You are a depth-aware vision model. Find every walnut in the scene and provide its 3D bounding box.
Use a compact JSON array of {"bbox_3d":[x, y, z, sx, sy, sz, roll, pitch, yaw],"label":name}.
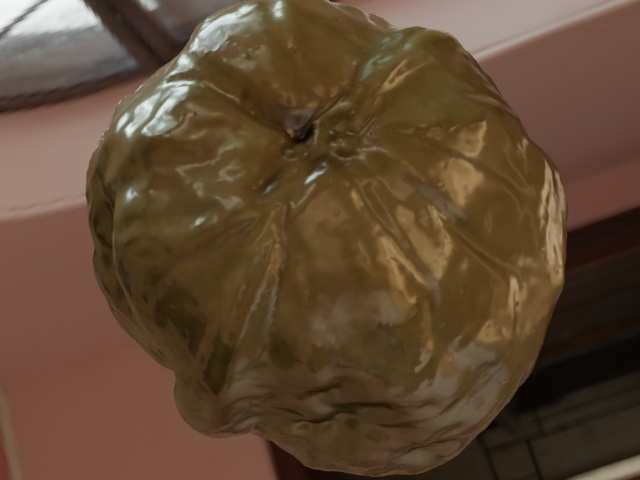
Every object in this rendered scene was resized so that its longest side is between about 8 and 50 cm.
[{"bbox_3d":[-0.002,-0.001,0.787,0.277,0.282,0.253,112,167,-62],"label":"walnut"}]
